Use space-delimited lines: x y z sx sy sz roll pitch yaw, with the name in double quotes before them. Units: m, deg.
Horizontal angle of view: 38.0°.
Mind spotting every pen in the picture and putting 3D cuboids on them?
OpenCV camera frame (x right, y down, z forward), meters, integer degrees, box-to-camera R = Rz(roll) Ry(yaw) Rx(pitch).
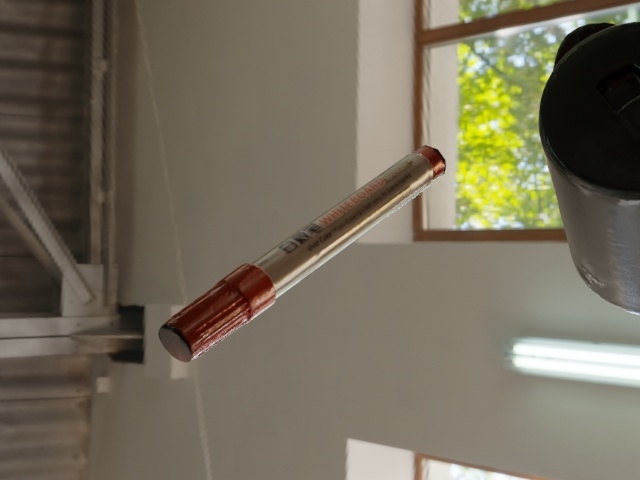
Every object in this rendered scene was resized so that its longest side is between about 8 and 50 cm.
"pen" 0.000 0.000 0.542 0.239 0.028 0.028 -35 -67 -40

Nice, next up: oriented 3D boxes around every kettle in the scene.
"kettle" 0.330 -0.035 0.920 0.308 0.203 0.262 44 -135 -59
